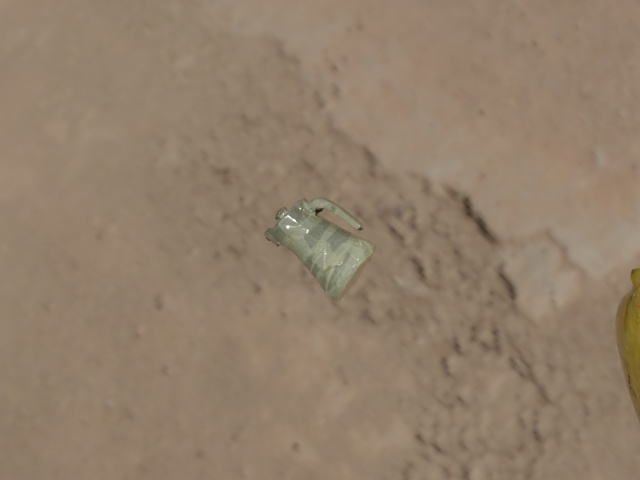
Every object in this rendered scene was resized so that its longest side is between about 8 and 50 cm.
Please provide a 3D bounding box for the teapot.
[{"bbox_3d":[0.000,0.000,1.536,0.083,0.057,0.067,36,116,10],"label":"teapot"}]

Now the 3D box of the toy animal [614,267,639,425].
[{"bbox_3d":[0.157,0.091,0.765,0.070,0.083,0.159,-6,68,8],"label":"toy animal"}]
